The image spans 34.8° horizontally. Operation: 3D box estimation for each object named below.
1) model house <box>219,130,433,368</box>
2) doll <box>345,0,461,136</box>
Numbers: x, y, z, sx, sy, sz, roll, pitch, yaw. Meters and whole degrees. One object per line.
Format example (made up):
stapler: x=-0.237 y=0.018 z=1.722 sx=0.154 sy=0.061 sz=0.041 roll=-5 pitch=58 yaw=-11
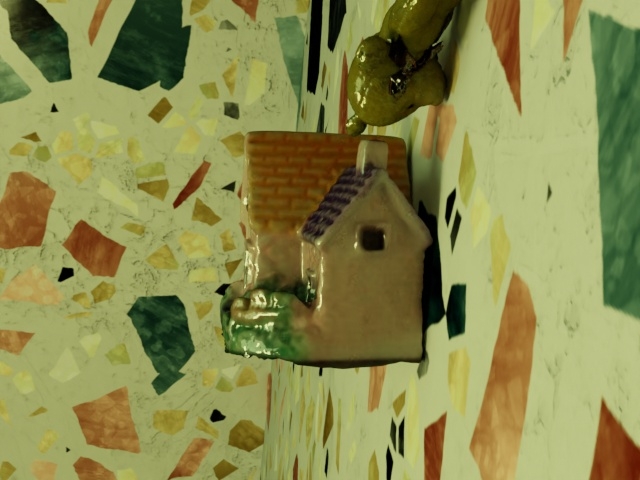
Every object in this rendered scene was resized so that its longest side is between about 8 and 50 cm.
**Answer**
model house: x=0.000 y=0.000 z=1.094 sx=0.237 sy=0.202 sz=0.238 roll=-149 pitch=62 yaw=-82
doll: x=0.091 y=-0.180 z=0.964 sx=0.137 sy=0.097 sz=0.209 roll=-47 pitch=-5 yaw=-28
